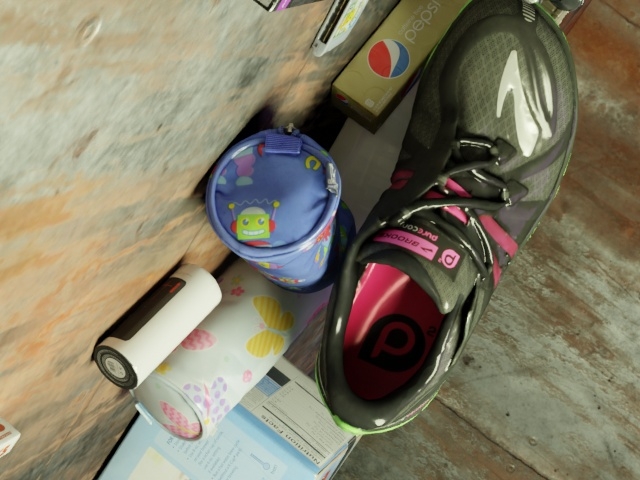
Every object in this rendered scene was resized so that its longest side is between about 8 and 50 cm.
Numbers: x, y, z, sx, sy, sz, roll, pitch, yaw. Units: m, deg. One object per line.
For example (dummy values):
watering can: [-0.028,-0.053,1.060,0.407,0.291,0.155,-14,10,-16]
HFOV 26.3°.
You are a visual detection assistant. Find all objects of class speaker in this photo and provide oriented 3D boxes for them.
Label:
speaker: [-0.155,0.081,1.320,0.136,0.055,0.055,-46,169,-38]

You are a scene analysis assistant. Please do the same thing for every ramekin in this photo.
ramekin: [0.092,-0.094,1.597,0.273,0.127,0.273,-60,175,-8]

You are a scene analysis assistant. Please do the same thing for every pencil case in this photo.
pencil case: [-0.094,0.095,1.516,0.124,0.113,0.273,1,-140,46]
pencil case: [-0.031,-0.026,1.346,0.306,0.119,0.133,60,46,-80]

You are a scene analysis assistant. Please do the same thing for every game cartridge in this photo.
game cartridge: [0.024,-0.209,1.248,0.083,0.017,0.056,-59,173,36]

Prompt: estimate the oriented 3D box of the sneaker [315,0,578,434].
sneaker: [0.132,-0.014,1.376,0.202,0.185,0.483,-43,152,-82]

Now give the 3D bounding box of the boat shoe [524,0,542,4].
boat shoe: [0.317,-0.416,1.696,0.301,0.102,0.108,-56,171,17]

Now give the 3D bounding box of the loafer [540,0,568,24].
loafer: [0.250,-0.285,1.910,0.268,0.102,0.092,-45,174,5]

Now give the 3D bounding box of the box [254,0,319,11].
box: [0.011,-0.233,1.038,0.116,0.029,0.162,-56,170,23]

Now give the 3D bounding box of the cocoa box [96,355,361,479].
cocoa box: [-0.145,0.325,1.754,0.347,0.231,0.228,-56,170,17]

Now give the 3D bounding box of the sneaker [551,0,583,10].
sneaker: [0.247,-0.337,1.461,0.101,0.153,0.268,-52,171,-8]

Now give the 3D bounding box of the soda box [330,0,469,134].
soda box: [0.089,-0.205,1.456,0.181,0.061,0.058,-51,171,-13]

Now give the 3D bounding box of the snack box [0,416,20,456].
snack box: [-0.270,0.140,0.905,0.022,0.064,0.178,-54,172,17]
